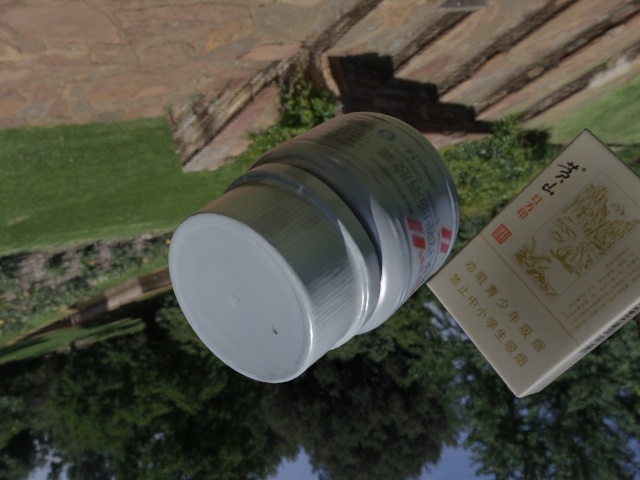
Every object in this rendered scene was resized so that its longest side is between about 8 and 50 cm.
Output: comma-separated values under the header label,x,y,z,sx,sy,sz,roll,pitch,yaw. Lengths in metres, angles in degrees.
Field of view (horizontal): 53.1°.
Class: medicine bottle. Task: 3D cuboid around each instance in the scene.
label,x,y,z,sx,sy,sz,roll,pitch,yaw
medicine bottle,0.000,0.000,0.759,0.245,0.245,0.306,-23,-171,45

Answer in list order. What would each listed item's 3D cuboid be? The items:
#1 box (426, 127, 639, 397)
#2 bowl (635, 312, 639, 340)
label,x,y,z,sx,sy,sz,roll,pitch,yaw
box,0.210,0.023,0.563,0.201,0.141,0.058,-50,150,22
bowl,0.699,0.127,0.983,0.353,0.354,0.185,-17,145,-24
